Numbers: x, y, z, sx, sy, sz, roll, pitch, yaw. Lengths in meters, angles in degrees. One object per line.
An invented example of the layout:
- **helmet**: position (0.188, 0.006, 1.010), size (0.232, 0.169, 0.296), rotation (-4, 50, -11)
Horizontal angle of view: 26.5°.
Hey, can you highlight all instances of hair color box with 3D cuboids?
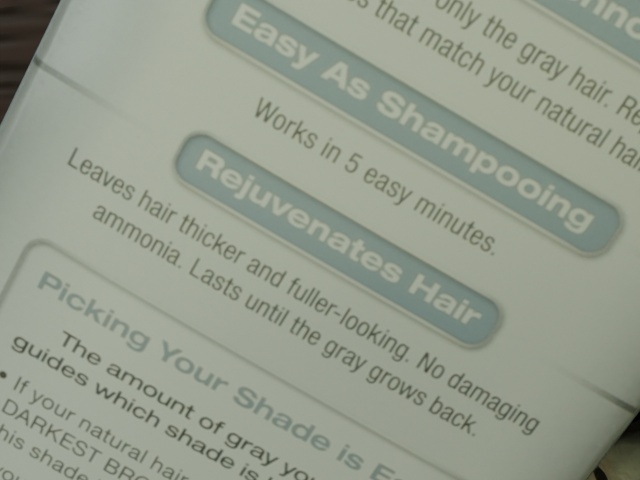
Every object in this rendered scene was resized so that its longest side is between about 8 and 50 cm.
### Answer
- **hair color box**: position (0.000, 0.000, 0.408), size (0.185, 0.113, 0.374), rotation (30, 112, -3)

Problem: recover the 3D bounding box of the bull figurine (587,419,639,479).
- **bull figurine**: position (0.192, 0.183, 0.458), size (0.310, 0.101, 0.188), rotation (25, 119, 7)
